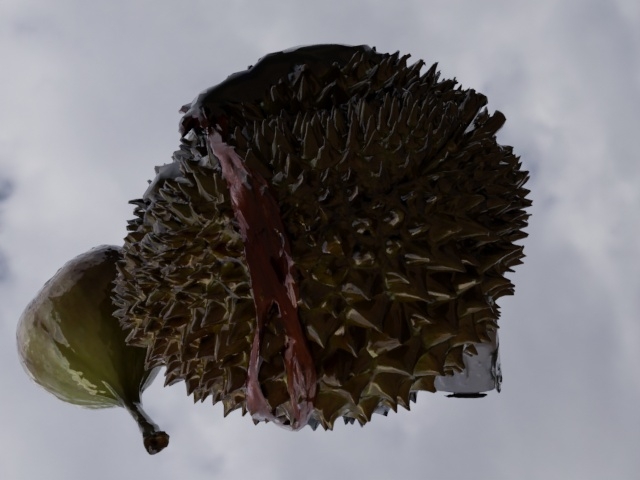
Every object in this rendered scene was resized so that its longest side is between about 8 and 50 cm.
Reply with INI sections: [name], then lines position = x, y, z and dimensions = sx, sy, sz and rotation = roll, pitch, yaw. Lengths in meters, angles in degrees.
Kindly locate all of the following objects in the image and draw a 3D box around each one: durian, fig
[durian]
position = -0.001, -0.003, 1.229
dimensions = 0.347, 0.384, 0.347
rotation = 54, -172, -12
[fig]
position = -0.211, 0.106, 1.318
dimensions = 0.143, 0.160, 0.230
rotation = 41, -164, -22

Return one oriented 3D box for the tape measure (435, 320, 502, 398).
[tape measure]
position = 0.083, 0.070, 1.516
dimensions = 0.120, 0.236, 0.197
rotation = 79, -163, -45
